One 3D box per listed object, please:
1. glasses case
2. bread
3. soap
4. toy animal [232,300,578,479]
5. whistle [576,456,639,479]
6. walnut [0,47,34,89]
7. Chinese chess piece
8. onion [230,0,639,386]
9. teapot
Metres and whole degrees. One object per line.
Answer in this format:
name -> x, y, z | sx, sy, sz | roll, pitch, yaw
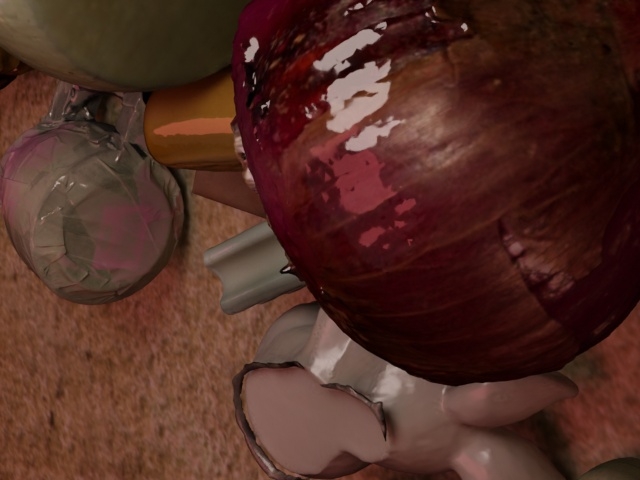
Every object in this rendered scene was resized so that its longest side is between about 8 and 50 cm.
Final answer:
glasses case -> -0.043, -0.116, 1.706 | 0.102, 0.070, 0.193 | 19, 125, 12
bread -> -0.036, -0.105, 1.586 | 0.217, 0.147, 0.098 | -2, 92, 21
soap -> 0.000, 0.000, 1.648 | 0.198, 0.119, 0.066 | -23, 89, 56
toy animal -> 0.064, 0.137, 1.608 | 0.325, 0.154, 0.208 | 25, 134, 40
whistle -> 0.263, 0.213, 1.452 | 0.258, 0.067, 0.126 | -35, 80, 53
walnut -> -0.412, -0.231, 1.963 | 0.244, 0.269, 0.221 | 54, 130, 29
Chinese chess piece -> -0.139, -0.286, 1.478 | 0.146, 0.349, 0.349 | 30, 130, 39
onion -> 0.144, -0.088, 1.288 | 0.385, 0.348, 0.347 | -21, 90, 18
teapot -> -0.242, -0.065, 1.910 | 0.178, 0.163, 0.221 | 35, 135, 49
